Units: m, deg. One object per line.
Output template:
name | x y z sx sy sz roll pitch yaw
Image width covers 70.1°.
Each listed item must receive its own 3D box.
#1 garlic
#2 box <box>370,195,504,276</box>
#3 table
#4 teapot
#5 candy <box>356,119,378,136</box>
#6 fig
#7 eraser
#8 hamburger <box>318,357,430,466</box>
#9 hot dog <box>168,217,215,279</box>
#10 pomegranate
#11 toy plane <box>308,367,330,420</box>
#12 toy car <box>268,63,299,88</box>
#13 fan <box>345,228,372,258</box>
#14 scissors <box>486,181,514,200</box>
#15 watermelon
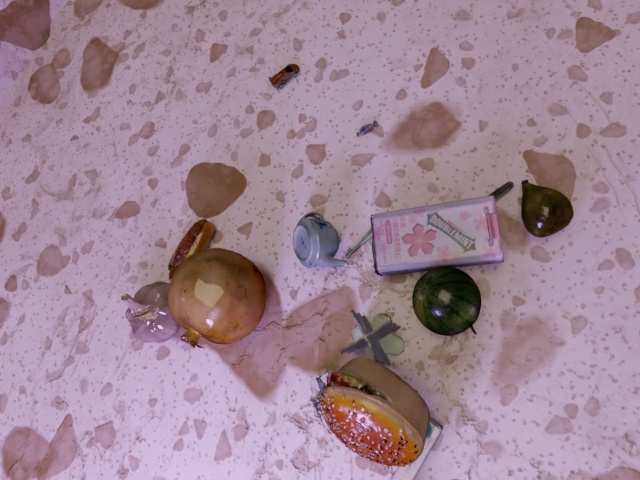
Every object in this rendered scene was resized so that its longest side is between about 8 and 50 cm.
garlic | -0.580 0.233 1.528 0.218 0.212 0.219 -8 68 20
box | 0.331 -0.007 1.337 0.369 0.112 0.191 -7 75 21
table | 0.143 0.277 1.289 0.166 0.198 0.167 -5 74 17
teapot | 0.000 0.000 1.456 0.158 0.159 0.232 -31 58 7
candy | 0.158 -0.385 1.566 0.083 0.020 0.030 -26 69 11
fig | 0.617 -0.104 1.288 0.132 0.126 0.185 -36 71 20
eraser | 0.252 0.584 1.224 0.052 0.095 0.225 30 85 22
hamburger | 0.130 0.447 1.166 0.300 0.300 0.176 28 53 22
hot dog | -0.464 0.035 1.618 0.102 0.076 0.249 28 84 19
pomegranate | -0.324 0.184 1.419 0.318 0.319 0.320 -5 74 16
toy plane | 0.035 0.491 1.330 0.160 0.082 0.234 -37 64 34
toy car | -0.134 -0.623 1.717 0.121 0.035 0.059 -37 64 7
fan | 0.152 -0.012 1.467 0.193 0.016 0.038 -43 65 2
scissors | 0.452 -0.076 1.384 0.317 0.024 0.160 -36 66 6
watermelon | 0.356 0.170 1.267 0.188 0.214 0.188 -31 45 37
